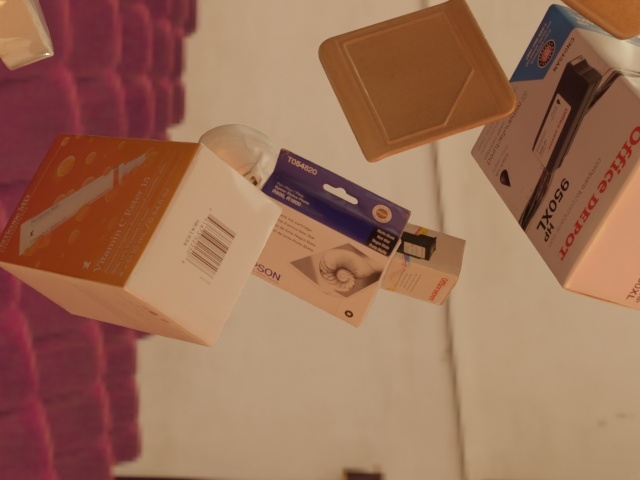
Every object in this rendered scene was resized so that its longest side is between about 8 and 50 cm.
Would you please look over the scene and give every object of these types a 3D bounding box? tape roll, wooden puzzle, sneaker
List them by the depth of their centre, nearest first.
[{"bbox_3d":[-0.485,-0.438,2.009,0.392,0.072,0.392,160,-90,-86],"label":"tape roll"},{"bbox_3d":[0.142,-0.237,2.069,0.044,0.238,0.221,81,-13,-63],"label":"wooden puzzle"},{"bbox_3d":[-0.094,-0.067,2.329,0.292,0.108,0.169,41,27,-54],"label":"sneaker"}]

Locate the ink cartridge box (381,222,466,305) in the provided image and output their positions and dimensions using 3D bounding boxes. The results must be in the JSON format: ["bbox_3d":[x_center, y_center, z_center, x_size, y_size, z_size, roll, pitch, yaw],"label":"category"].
[{"bbox_3d":[0.131,0.029,2.233,0.127,0.175,0.072,113,-7,-64],"label":"ink cartridge box"}]

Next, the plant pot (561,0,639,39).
[{"bbox_3d":[0.300,-0.366,1.533,0.274,0.256,0.256,51,5,-12],"label":"plant pot"}]

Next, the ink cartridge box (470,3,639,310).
[{"bbox_3d":[0.412,-0.129,2.066,0.285,0.166,0.395,-63,-152,25],"label":"ink cartridge box"}]

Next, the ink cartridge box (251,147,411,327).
[{"bbox_3d":[0.000,0.000,2.098,0.045,0.223,0.224,-55,169,-49],"label":"ink cartridge box"}]

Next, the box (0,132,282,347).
[{"bbox_3d":[-0.255,-0.008,1.886,0.345,0.168,0.215,7,-114,48],"label":"box"}]
